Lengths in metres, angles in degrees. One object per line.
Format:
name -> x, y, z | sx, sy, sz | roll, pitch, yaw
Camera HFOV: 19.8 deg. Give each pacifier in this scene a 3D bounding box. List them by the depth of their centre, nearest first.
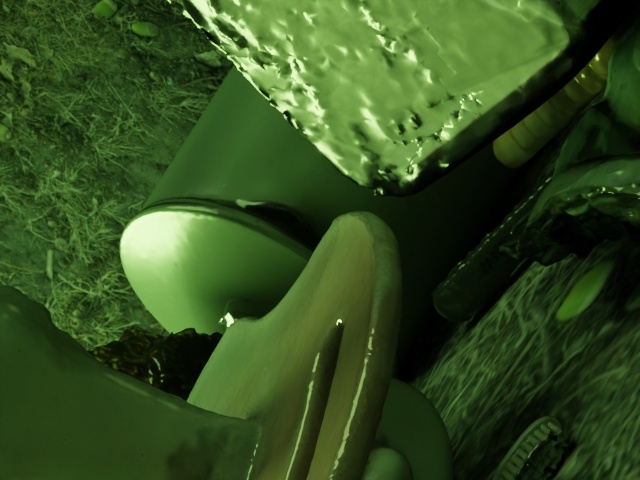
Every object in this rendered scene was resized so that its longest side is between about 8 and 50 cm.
pacifier -> -0.060, 0.110, 0.863 | 0.220, 0.273, 0.332 | -33, -6, -32

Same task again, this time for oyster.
oyster -> 0.144, -0.055, 0.799 | 0.199, 0.087, 0.252 | -57, 7, -29

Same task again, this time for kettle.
kettle -> 0.014, -0.059, 1.223 | 0.265, 0.205, 0.318 | -18, 36, 51

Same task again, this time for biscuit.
biscuit -> 0.196, -0.152, 1.080 | 0.250, 0.030, 0.160 | -49, 1, -31

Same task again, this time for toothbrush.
toothbrush -> 0.022, 0.178, 0.752 | 0.257, 0.018, 0.024 | -53, 13, 1
toothbrush -> 0.156, -0.055, 0.988 | 0.297, 0.030, 0.030 | -49, 17, 29

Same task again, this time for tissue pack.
tissue pack -> 0.109, -0.216, 0.966 | 0.370, 0.198, 0.210 | -49, 4, -40

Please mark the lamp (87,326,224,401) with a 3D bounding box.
lamp -> -0.132, 0.181, 1.142 | 0.274, 0.177, 0.177 | -52, 6, 19
